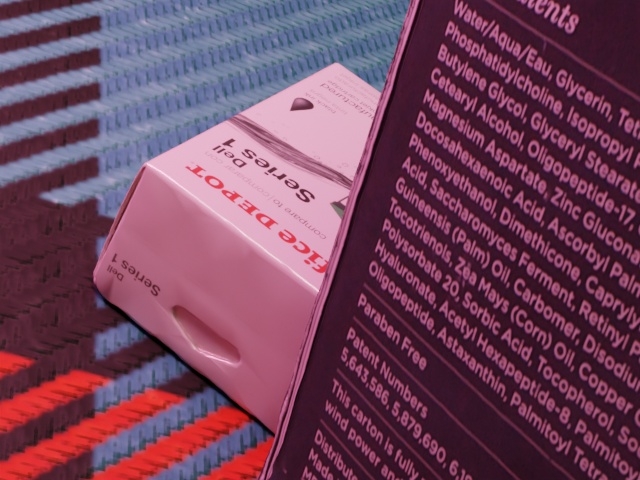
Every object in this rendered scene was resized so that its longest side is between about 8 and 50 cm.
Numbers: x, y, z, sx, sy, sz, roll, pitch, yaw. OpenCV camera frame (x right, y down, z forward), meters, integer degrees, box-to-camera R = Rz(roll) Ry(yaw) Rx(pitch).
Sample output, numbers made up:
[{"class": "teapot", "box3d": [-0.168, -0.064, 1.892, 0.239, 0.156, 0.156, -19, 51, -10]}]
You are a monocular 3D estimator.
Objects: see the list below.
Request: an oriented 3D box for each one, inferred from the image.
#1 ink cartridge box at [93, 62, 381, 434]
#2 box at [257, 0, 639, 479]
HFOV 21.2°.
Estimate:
[{"class": "ink cartridge box", "box3d": [0.000, 0.000, 0.992, 0.160, 0.092, 0.219, 36, 33, 13]}, {"class": "box", "box3d": [0.283, -0.001, 0.804, 0.480, 0.471, 0.297, -1, 28, -35]}]
